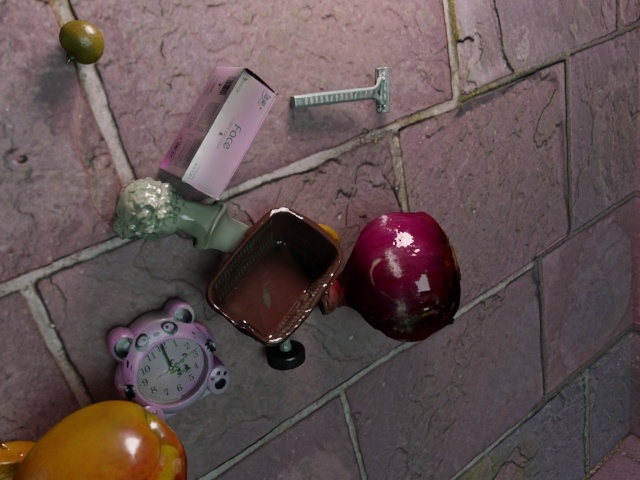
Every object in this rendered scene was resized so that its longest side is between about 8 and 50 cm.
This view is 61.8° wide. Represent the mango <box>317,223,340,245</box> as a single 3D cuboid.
[{"bbox_3d":[0.000,0.000,1.339,0.114,0.057,0.079,28,92,-28],"label":"mango"}]

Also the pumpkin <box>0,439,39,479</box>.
[{"bbox_3d":[-0.686,0.505,0.991,0.258,0.095,0.290,22,87,-43],"label":"pumpkin"}]

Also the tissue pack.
[{"bbox_3d":[-0.208,-0.220,1.075,0.092,0.148,0.246,30,88,-37],"label":"tissue pack"}]

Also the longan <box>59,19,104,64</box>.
[{"bbox_3d":[-0.422,-0.343,0.938,0.083,0.075,0.075,-52,125,-7],"label":"longan"}]

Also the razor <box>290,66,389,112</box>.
[{"bbox_3d":[0.057,-0.344,1.272,0.277,0.056,0.111,-16,114,-30],"label":"razor"}]

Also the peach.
[{"bbox_3d":[-0.415,0.463,0.987,0.332,0.308,0.308,-35,121,-11],"label":"peach"}]

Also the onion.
[{"bbox_3d":[0.162,0.107,1.357,0.385,0.348,0.348,-18,119,9],"label":"onion"}]

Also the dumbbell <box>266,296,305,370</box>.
[{"bbox_3d":[-0.091,0.213,1.311,0.100,0.100,0.191,-15,113,-30],"label":"dumbbell"}]

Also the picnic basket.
[{"bbox_3d":[-0.098,0.090,1.187,0.222,0.129,0.297,35,65,5],"label":"picnic basket"}]

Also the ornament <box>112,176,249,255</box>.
[{"bbox_3d":[-0.275,-0.046,1.096,0.285,0.120,0.130,11,96,-37],"label":"ornament"}]

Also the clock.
[{"bbox_3d":[-0.335,0.268,1.170,0.227,0.090,0.248,-28,116,-25],"label":"clock"}]
